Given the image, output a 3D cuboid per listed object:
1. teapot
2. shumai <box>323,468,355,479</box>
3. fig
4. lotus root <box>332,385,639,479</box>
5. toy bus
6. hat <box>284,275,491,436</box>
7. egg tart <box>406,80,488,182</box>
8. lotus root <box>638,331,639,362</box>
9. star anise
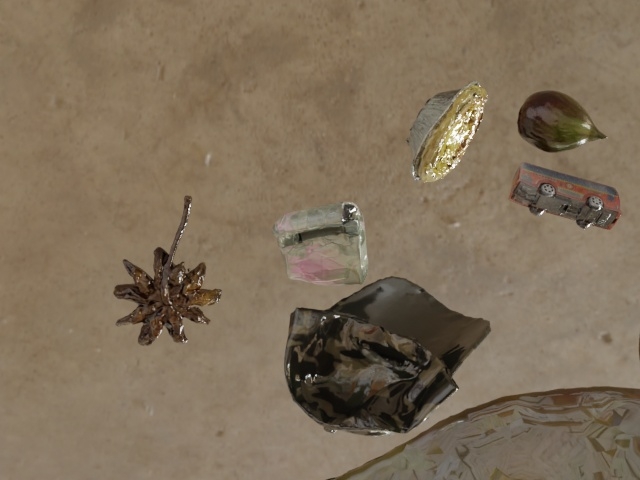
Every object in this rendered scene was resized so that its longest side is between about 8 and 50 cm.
[{"bbox_3d":[0.002,0.014,1.835,0.178,0.221,0.163,-6,90,1],"label":"teapot"},{"bbox_3d":[0.146,0.323,0.864,0.395,0.395,0.348,16,127,-18],"label":"shumai"},{"bbox_3d":[0.410,-0.194,1.584,0.155,0.109,0.103,21,104,17],"label":"fig"},{"bbox_3d":[0.132,0.252,0.381,0.375,0.390,0.111,-51,159,-5],"label":"lotus root"},{"bbox_3d":[0.435,-0.080,1.667,0.192,0.077,0.065,16,142,0],"label":"toy bus"},{"bbox_3d":[0.146,0.238,1.863,0.382,0.366,0.257,-1,117,-56],"label":"hat"},{"bbox_3d":[0.247,-0.225,1.896,0.094,0.234,0.234,35,136,19],"label":"egg tart"},{"bbox_3d":[0.413,0.076,1.062,0.097,0.258,0.110,15,164,10],"label":"lotus root"},{"bbox_3d":[-0.254,0.064,1.489,0.177,0.073,0.234,-19,101,-11],"label":"star anise"}]
